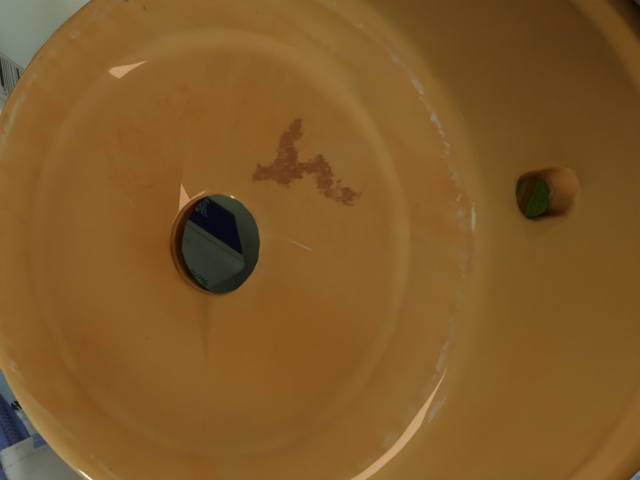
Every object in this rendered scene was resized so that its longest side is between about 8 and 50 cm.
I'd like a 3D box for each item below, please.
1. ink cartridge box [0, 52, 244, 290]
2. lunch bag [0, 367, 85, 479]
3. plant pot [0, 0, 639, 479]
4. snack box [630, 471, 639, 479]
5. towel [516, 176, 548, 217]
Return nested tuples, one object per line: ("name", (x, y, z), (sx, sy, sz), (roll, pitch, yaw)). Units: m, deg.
("ink cartridge box", (-0.192, 0.009, 0.831), (0.224, 0.045, 0.223), (-33, 138, 20))
("lunch bag", (-0.150, 0.208, 0.792), (0.243, 0.115, 0.303), (-27, 82, 38))
("plant pot", (0.000, 0.000, 0.644), (0.291, 0.203, 0.291), (0, 91, 24))
("snack box", (0.209, 0.150, 0.887), (0.064, 0.022, 0.178), (-14, 121, 32))
("towel", (0.128, -0.019, 0.742), (0.237, 0.021, 0.102), (30, 135, 19))
